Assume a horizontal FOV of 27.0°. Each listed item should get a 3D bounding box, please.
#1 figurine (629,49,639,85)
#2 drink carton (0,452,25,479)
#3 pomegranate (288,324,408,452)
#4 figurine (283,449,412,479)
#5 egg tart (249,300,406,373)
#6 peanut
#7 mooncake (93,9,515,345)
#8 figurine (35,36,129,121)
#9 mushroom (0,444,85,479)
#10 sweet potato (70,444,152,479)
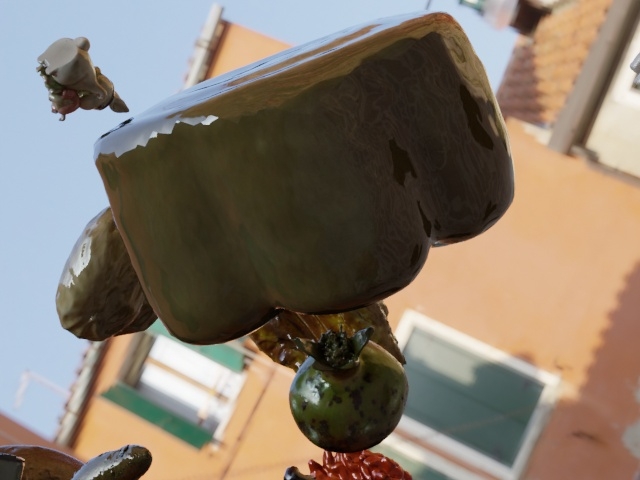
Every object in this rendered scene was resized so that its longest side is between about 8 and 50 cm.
[{"bbox_3d":[0.432,-0.188,1.383,0.111,0.195,0.102,-85,8,-57],"label":"figurine"},{"bbox_3d":[-0.415,0.322,1.481,0.185,0.191,0.189,153,129,-68],"label":"drink carton"},{"bbox_3d":[0.038,0.188,1.686,0.156,0.156,0.220,-57,-10,-19],"label":"pomegranate"},{"bbox_3d":[0.044,0.460,1.946,0.241,0.306,0.412,-40,-11,26],"label":"figurine"},{"bbox_3d":[0.004,0.123,2.471,0.153,0.352,0.339,-54,-28,-39],"label":"egg tart"},{"bbox_3d":[-0.273,0.047,1.845,0.196,0.110,0.233,-67,-14,3],"label":"peanut"},{"bbox_3d":[-0.017,-0.082,1.504,0.467,0.467,0.262,-37,-72,-49],"label":"mooncake"},{"bbox_3d":[-0.347,-0.219,1.907,0.098,0.081,0.146,-20,-39,7],"label":"figurine"},{"bbox_3d":[-0.490,0.496,2.194,0.345,0.239,0.345,-10,-62,-21],"label":"mushroom"},{"bbox_3d":[-0.277,0.355,1.742,0.124,0.098,0.310,-27,-29,-20],"label":"sweet potato"}]
